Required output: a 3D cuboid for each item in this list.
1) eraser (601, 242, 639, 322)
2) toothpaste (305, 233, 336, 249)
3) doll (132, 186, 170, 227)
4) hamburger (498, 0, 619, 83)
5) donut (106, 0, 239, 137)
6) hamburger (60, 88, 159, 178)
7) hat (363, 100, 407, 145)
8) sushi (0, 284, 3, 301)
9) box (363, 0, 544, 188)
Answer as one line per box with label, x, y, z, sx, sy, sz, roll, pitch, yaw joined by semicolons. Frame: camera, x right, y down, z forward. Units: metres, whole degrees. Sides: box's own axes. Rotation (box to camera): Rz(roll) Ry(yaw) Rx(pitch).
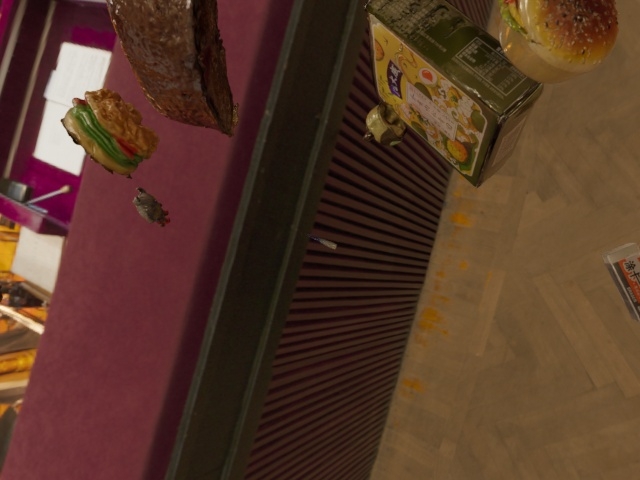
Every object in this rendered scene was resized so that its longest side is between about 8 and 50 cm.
eraser;0.512;0.068;0.743;0.052;0.029;0.122;-25;85;8
toothpaste;0.000;0.000;1.127;0.083;0.024;0.015;23;94;-12
doll;-0.498;-0.092;1.351;0.062;0.194;0.104;0;77;6
hamburger;0.258;-0.244;0.499;0.127;0.081;0.141;-37;86;-18
donut;-0.161;-0.246;0.484;0.113;0.151;0.294;-2;112;3
hamburger;-0.531;-0.290;1.180;0.149;0.237;0.237;-42;68;6
hat;0.114;-0.207;0.836;0.059;0.077;0.076;-30;108;39
sushi;-0.709;0.124;0.940;0.120;0.052;0.055;-27;38;-18
box;0.300;-0.364;1.108;0.138;0.373;0.420;-41;71;-1
